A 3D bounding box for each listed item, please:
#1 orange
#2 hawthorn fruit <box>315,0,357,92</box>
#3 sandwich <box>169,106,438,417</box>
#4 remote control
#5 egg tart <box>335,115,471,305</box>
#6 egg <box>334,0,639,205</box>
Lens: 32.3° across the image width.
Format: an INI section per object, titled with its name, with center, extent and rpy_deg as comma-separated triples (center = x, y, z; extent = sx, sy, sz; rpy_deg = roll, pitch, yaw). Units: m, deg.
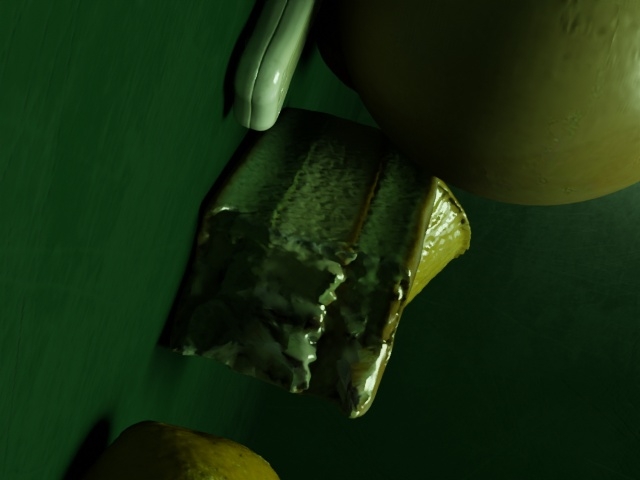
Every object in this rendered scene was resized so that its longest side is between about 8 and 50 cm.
[orange]
center = -0.088, 0.175, 0.633
extent = 0.157, 0.134, 0.156
rpy_deg = -29, 166, -8
[hawthorn fruit]
center = 0.137, -0.192, 1.065
extent = 0.165, 0.286, 0.165
rpy_deg = -169, -90, -67
[sandwich]
center = -0.001, 0.000, 0.817
extent = 0.198, 0.155, 0.227
rpy_deg = 89, 20, -84
[remote control]
center = -0.026, -0.132, 0.704
extent = 0.074, 0.032, 0.122
rpy_deg = 104, 6, -67
[egg tart]
center = 0.028, -0.008, 1.077
extent = 0.170, 0.215, 0.215
rpy_deg = -55, 172, -22
[egg]
center = 0.165, -0.185, 0.814
extent = 0.374, 0.301, 0.301
rpy_deg = -52, 161, -64
